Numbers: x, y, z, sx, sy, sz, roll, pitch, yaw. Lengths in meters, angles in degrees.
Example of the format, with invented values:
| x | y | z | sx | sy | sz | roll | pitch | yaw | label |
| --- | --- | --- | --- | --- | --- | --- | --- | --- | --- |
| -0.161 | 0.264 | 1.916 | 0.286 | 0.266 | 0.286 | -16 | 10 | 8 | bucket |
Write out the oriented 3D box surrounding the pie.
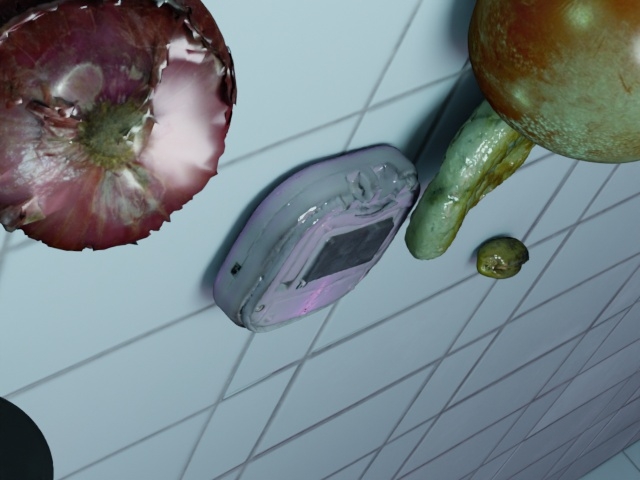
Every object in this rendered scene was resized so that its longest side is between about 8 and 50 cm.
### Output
| x | y | z | sx | sy | sz | roll | pitch | yaw | label |
| --- | --- | --- | --- | --- | --- | --- | --- | --- | --- |
| 0.163 | -0.080 | 1.490 | 0.240 | 0.054 | 0.240 | -51 | 170 | -12 | pie |

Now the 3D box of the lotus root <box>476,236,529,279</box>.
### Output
| x | y | z | sx | sy | sz | roll | pitch | yaw | label |
| --- | --- | --- | --- | --- | --- | --- | --- | --- | --- |
| 0.229 | 0.021 | 1.894 | 0.099 | 0.049 | 0.054 | -8 | 135 | -54 | lotus root |

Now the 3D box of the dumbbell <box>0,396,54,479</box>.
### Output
| x | y | z | sx | sy | sz | roll | pitch | yaw | label |
| --- | --- | --- | --- | --- | --- | --- | --- | --- | --- |
| -0.319 | 0.240 | 1.276 | 0.152 | 0.152 | 0.218 | -23 | 155 | -36 | dumbbell |

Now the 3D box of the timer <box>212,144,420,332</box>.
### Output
| x | y | z | sx | sy | sz | roll | pitch | yaw | label |
| --- | --- | --- | --- | --- | --- | --- | --- | --- | --- |
| 0.000 | 0.000 | 1.434 | 0.208 | 0.069 | 0.191 | -18 | 149 | -46 | timer |

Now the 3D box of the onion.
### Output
| x | y | z | sx | sy | sz | roll | pitch | yaw | label |
| --- | --- | --- | --- | --- | --- | --- | --- | --- | --- |
| -0.142 | -0.088 | 0.915 | 0.184 | 0.184 | 0.147 | -41 | -158 | 6 | onion |

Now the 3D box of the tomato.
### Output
| x | y | z | sx | sy | sz | roll | pitch | yaw | label |
| --- | --- | --- | --- | --- | --- | --- | --- | --- | --- |
| 0.265 | -0.182 | 1.281 | 0.270 | 0.222 | 0.270 | -32 | 155 | -17 | tomato |
